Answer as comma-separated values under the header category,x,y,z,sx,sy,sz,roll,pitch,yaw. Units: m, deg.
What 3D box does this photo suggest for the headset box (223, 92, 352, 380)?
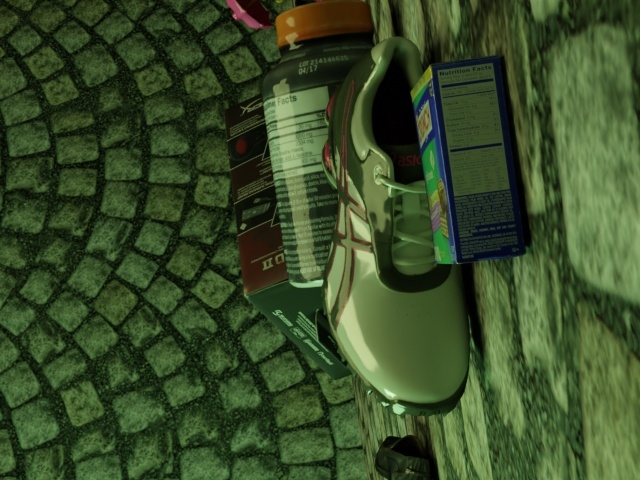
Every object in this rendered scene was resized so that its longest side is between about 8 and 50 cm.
category,x,y,z,sx,sy,sz,roll,pitch,yaw
headset box,0.000,0.000,1.152,0.218,0.110,0.293,48,-155,-49

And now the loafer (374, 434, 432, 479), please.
category,x,y,z,sx,sy,sz,roll,pitch,yaw
loafer,0.101,0.252,1.181,0.170,0.062,0.061,-126,49,-79

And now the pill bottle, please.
category,x,y,z,sx,sy,sz,roll,pitch,yaw
pill bottle,0.019,-0.087,0.928,0.130,0.130,0.246,174,88,-88

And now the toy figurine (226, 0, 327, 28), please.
category,x,y,z,sx,sy,sz,roll,pitch,yaw
toy figurine,-0.046,-0.338,1.332,0.130,0.159,0.173,-102,5,-59

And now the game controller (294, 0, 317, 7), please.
category,x,y,z,sx,sy,sz,roll,pitch,yaw
game controller,-0.050,-0.408,1.465,0.319,0.067,0.166,56,-160,-49

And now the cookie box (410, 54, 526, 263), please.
category,x,y,z,sx,sy,sz,roll,pitch,yaw
cookie box,0.081,-0.042,0.582,0.092,0.040,0.107,127,136,-88

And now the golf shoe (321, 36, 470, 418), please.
category,x,y,z,sx,sy,sz,roll,pitch,yaw
golf shoe,0.052,-0.011,0.740,0.120,0.105,0.273,111,151,-71
